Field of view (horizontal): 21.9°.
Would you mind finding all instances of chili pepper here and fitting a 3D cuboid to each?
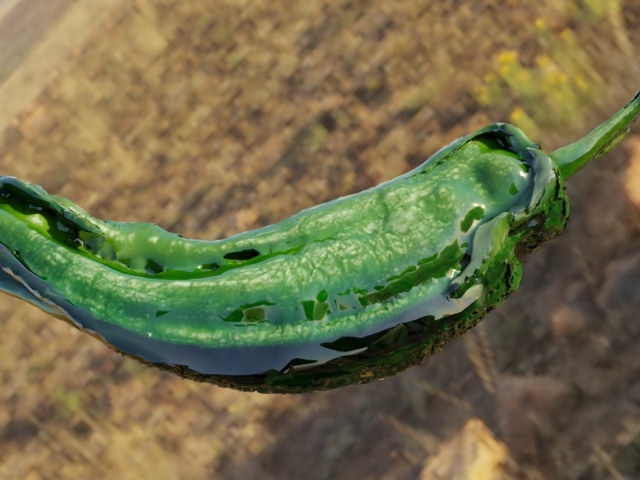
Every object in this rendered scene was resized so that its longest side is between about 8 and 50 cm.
[{"bbox_3d":[0.000,0.001,0.607,0.278,0.122,0.065,-9,-24,-2],"label":"chili pepper"}]
